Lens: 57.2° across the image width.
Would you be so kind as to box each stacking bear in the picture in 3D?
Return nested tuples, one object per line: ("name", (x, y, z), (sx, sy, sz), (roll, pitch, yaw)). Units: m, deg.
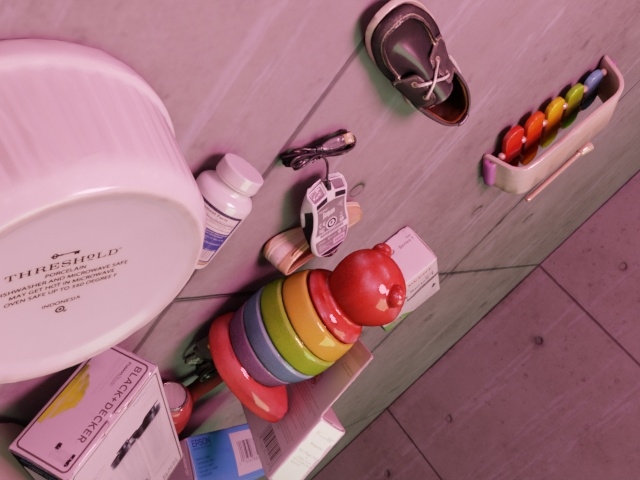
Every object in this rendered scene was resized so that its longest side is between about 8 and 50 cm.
("stacking bear", (-0.005, 0.113, 0.858), (0.289, 0.176, 0.164), (-32, 130, 20))

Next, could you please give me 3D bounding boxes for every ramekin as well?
("ramekin", (-0.215, -0.004, 0.459), (0.272, 0.127, 0.273), (-32, 156, -16))

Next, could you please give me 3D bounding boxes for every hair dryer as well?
("hair dryer", (-0.203, 0.261, 1.005), (0.293, 0.080, 0.223), (-43, 158, 11))

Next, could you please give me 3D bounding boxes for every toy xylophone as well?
("toy xylophone", (0.460, -0.198, 1.160), (0.322, 0.081, 0.236), (-36, 156, -8))

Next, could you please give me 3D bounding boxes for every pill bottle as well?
("pill bottle", (-0.116, -0.032, 0.628), (0.120, 0.067, 0.067), (-48, 155, 20))

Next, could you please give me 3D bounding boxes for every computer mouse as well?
("computer mouse", (-0.001, -0.056, 0.768), (0.106, 0.042, 0.193), (-33, 143, -28))

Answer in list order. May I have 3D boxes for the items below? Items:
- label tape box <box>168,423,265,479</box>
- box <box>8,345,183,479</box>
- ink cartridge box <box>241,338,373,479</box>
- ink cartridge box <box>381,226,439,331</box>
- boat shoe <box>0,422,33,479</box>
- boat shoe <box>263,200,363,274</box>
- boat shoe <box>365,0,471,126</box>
("label tape box", (-0.305, 0.464, 1.147), (0.347, 0.115, 0.249), (-23, 163, 21))
("box", (-0.284, 0.287, 0.799), (0.169, 0.087, 0.290), (-57, 162, -37))
("ink cartridge box", (-0.026, 0.229, 0.973), (0.060, 0.275, 0.239), (41, 92, -26))
("ink cartridge box", (0.154, 0.086, 1.200), (0.160, 0.093, 0.219), (-39, 157, -2))
("boat shoe", (-0.456, 0.289, 0.669), (0.158, 0.127, 0.341), (-19, 157, 0))
("boat shoe", (0.000, 0.000, 0.864), (0.170, 0.059, 0.063), (-29, 155, -22))
("boat shoe", (0.122, -0.198, 0.674), (0.084, 0.079, 0.233), (-43, 155, 11))
